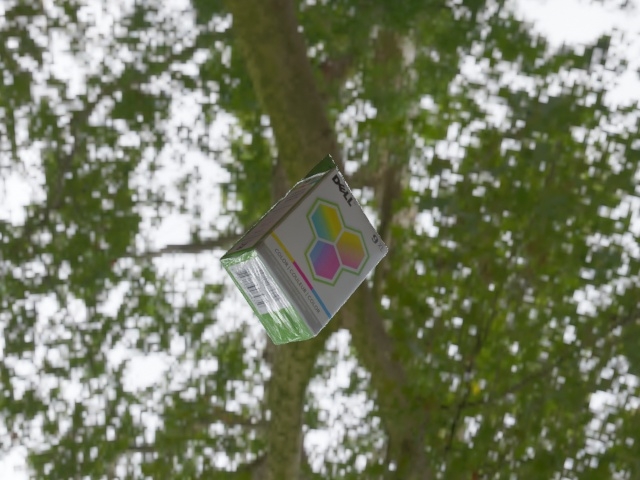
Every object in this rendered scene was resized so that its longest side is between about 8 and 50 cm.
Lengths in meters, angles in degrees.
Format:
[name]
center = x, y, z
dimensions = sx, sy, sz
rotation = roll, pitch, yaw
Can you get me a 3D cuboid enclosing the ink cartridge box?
[ink cartridge box]
center = 0.000, 0.000, 1.308
dimensions = 0.062, 0.109, 0.209
rotation = -17, -158, 45
